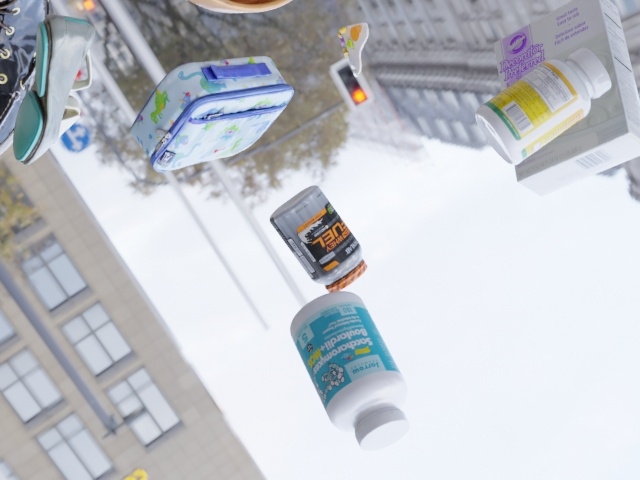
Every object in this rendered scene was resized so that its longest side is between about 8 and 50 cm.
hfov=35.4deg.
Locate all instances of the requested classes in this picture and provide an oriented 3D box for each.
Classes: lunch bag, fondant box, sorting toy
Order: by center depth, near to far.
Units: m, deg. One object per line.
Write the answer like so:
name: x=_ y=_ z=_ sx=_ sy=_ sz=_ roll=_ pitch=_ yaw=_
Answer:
lunch bag: x=-0.156 y=-0.190 z=1.466 sx=0.219 sy=0.090 sz=0.176 roll=-17 pitch=159 yaw=-49
sorting toy: x=0.055 y=-0.299 z=1.590 sx=0.045 sy=0.075 sz=0.083 roll=-8 pitch=-178 yaw=-2
fondant box: x=0.474 y=-0.281 z=1.922 sx=0.238 sy=0.096 sz=0.330 roll=-25 pitch=-124 yaw=36

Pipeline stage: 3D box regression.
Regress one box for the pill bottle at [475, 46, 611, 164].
pill bottle: x=0.374 y=-0.229 z=1.674 sx=0.208 sy=0.117 sz=0.117 roll=-36 pitch=-162 yaw=0

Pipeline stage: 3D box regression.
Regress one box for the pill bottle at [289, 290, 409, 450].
pill bottle: x=0.057 y=0.227 z=1.729 sx=0.146 sy=0.146 sz=0.264 roll=-30 pitch=-124 yaw=2

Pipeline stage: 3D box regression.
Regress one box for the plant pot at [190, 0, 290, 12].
plant pot: x=-0.159 y=-0.453 z=1.394 sx=0.291 sy=0.291 sz=0.203 roll=-41 pitch=-154 yaw=-29

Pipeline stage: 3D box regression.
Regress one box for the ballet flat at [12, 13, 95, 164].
ballet flat: x=-0.297 y=-0.163 z=1.134 sx=0.068 sy=0.072 sz=0.213 roll=-4 pitch=143 yaw=-31

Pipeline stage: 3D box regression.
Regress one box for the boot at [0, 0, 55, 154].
boot: x=-0.517 y=-0.333 z=1.589 sx=0.284 sy=0.138 sz=0.377 roll=110 pitch=-3 yaw=-55

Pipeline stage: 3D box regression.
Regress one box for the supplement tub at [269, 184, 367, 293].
supplement tub: x=0.000 y=0.000 z=1.904 sx=0.117 sy=0.190 sz=0.117 roll=-36 pitch=-171 yaw=6
